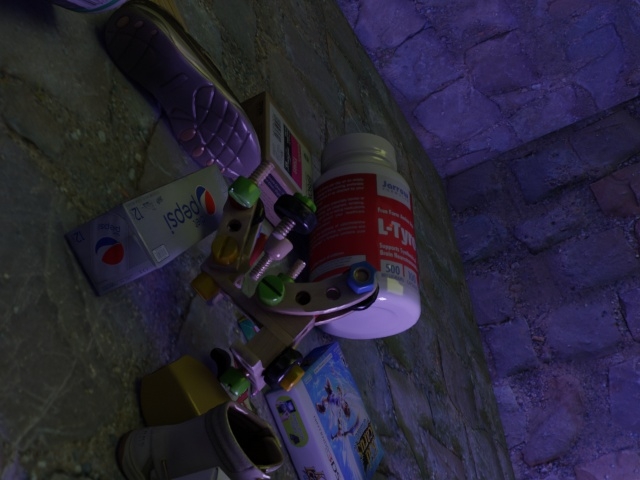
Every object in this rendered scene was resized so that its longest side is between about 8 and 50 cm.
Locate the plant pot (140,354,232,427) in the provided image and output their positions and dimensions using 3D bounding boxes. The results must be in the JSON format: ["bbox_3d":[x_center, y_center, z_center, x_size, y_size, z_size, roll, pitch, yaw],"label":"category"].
[{"bbox_3d":[-0.176,0.193,0.854,0.083,0.081,0.081,61,19,1],"label":"plant pot"}]

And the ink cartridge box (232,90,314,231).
[{"bbox_3d":[-0.096,-0.163,1.427,0.193,0.088,0.235,48,27,-41],"label":"ink cartridge box"}]

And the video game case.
[{"bbox_3d":[0.019,0.334,1.232,0.244,0.061,0.269,68,19,-1],"label":"video game case"}]

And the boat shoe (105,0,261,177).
[{"bbox_3d":[-0.209,-0.264,1.170,0.355,0.132,0.130,55,26,-35],"label":"boat shoe"}]

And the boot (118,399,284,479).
[{"bbox_3d":[-0.109,0.282,0.793,0.213,0.165,0.077,58,22,-22],"label":"boot"}]

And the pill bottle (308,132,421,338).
[{"bbox_3d":[0.088,-0.016,1.466,0.229,0.229,0.408,42,40,-50],"label":"pill bottle"}]

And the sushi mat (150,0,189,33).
[{"bbox_3d":[-0.256,-0.341,1.299,0.317,0.019,0.151,64,21,-9],"label":"sushi mat"}]

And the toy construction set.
[{"bbox_3d":[-0.096,0.080,0.947,0.257,0.237,0.309,41,-17,-12],"label":"toy construction set"}]

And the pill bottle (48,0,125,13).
[{"bbox_3d":[-0.372,-0.409,0.796,0.204,0.204,0.361,69,19,5],"label":"pill bottle"}]

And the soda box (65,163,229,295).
[{"bbox_3d":[-0.216,-0.024,0.948,0.091,0.098,0.286,63,19,-8],"label":"soda box"}]

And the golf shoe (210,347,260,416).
[{"bbox_3d":[-0.130,0.237,0.965,0.086,0.067,0.186,22,44,-24],"label":"golf shoe"}]

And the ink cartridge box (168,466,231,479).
[{"bbox_3d":[-0.119,0.347,0.715,0.212,0.154,0.093,56,23,-30],"label":"ink cartridge box"}]

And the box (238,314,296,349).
[{"bbox_3d":[-0.077,0.148,1.212,0.105,0.043,0.179,65,18,-9],"label":"box"}]
